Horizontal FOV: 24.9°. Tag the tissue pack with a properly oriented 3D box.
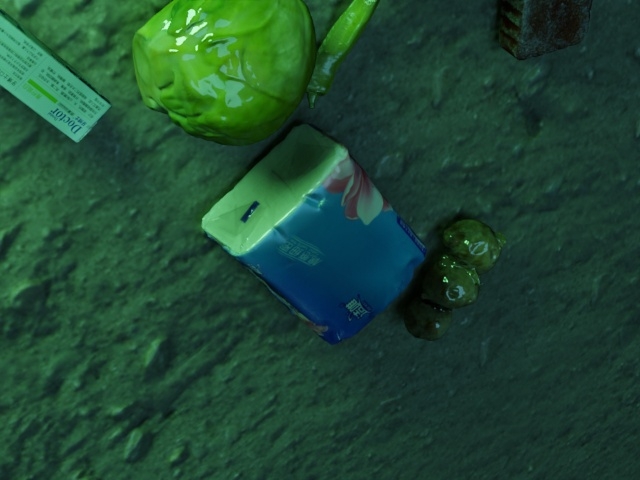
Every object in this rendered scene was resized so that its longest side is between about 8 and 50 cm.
[{"bbox_3d":[0.000,0.000,1.949,0.209,0.137,0.269,-43,138,0],"label":"tissue pack"}]

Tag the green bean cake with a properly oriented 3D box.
[{"bbox_3d":[0.310,-0.326,1.996,0.136,0.056,0.135,-18,133,-26],"label":"green bean cake"}]

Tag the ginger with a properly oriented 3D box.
[{"bbox_3d":[0.196,0.061,2.193,0.104,0.080,0.204,19,107,-30],"label":"ginger"}]

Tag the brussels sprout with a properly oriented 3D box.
[{"bbox_3d":[-0.103,-0.216,1.684,0.223,0.161,0.223,-28,139,-27],"label":"brussels sprout"}]

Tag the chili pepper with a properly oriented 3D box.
[{"bbox_3d":[0.031,-0.263,1.834,0.208,0.043,0.049,-59,168,21],"label":"chili pepper"}]

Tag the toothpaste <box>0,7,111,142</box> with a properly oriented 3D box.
[{"bbox_3d":[-0.360,-0.222,1.539,0.067,0.081,0.336,-46,138,3],"label":"toothpaste"}]
